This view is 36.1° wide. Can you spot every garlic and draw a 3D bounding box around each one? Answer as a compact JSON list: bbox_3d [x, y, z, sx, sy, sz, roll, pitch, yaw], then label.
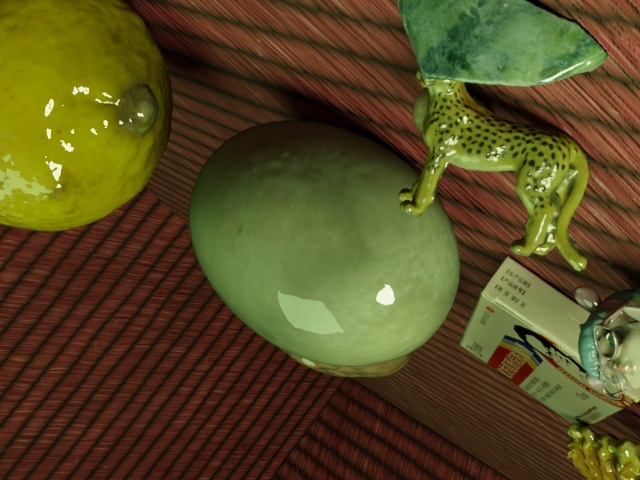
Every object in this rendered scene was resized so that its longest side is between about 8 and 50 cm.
[{"bbox_3d":[0.109,-0.112,0.856,0.053,0.041,0.083,38,163,-31],"label":"garlic"}]

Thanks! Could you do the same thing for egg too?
[{"bbox_3d":[0.000,0.000,1.104,0.352,0.258,0.258,32,168,34],"label":"egg"}]

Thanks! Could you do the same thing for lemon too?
[{"bbox_3d":[-0.357,-0.186,1.279,0.387,0.350,0.350,4,149,39],"label":"lemon"}]

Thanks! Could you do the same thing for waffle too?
[{"bbox_3d":[0.432,0.339,1.330,0.243,0.059,0.238,48,172,1],"label":"waffle"}]

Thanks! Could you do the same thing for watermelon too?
[{"bbox_3d":[0.112,-0.143,0.694,0.094,0.081,0.180,11,-162,-47],"label":"watermelon"}]

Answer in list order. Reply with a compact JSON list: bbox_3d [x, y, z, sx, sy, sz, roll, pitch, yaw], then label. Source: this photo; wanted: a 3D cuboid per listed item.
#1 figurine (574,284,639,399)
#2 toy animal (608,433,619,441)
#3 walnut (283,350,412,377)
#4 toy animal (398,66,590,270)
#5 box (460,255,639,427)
[{"bbox_3d":[0.346,0.127,0.881,0.260,0.103,0.205,13,129,57],"label":"figurine"},{"bbox_3d":[0.533,0.364,1.393,0.137,0.082,0.269,47,170,-28],"label":"toy animal"},{"bbox_3d":[0.028,0.078,1.416,0.273,0.273,0.227,36,137,9],"label":"walnut"},{"bbox_3d":[0.148,-0.066,0.788,0.181,0.136,0.073,23,-164,16],"label":"toy animal"},{"bbox_3d":[0.296,0.145,1.280,0.214,0.069,0.353,35,168,12],"label":"box"}]
